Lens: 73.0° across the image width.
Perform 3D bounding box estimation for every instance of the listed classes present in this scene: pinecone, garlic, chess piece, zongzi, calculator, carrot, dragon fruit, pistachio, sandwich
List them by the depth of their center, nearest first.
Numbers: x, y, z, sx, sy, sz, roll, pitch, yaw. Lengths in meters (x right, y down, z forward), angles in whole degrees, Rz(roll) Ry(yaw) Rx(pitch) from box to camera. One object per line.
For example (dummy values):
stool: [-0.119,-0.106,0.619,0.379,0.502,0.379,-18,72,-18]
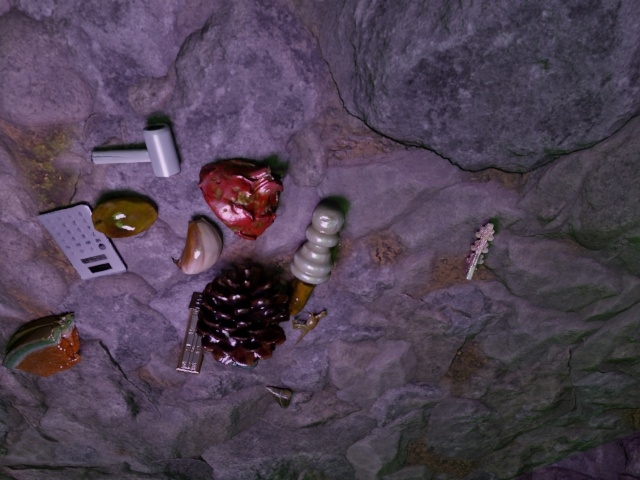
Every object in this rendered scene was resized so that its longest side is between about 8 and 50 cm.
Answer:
dragon fruit: [-0.192,-0.126,1.194,0.211,0.134,0.262,-38,119,17]
pistachio: [-0.562,-0.068,1.225,0.189,0.100,0.110,-2,129,-1]
chess piece: [0.000,0.000,1.304,0.133,0.133,0.243,12,118,-12]
garlic: [-0.369,0.043,1.309,0.128,0.115,0.207,21,123,-25]
calculator: [-0.716,0.011,1.317,0.161,0.021,0.262,-13,124,5]
pinecone: [-0.231,0.221,1.337,0.298,0.242,0.296,-5,104,-22]
carrot: [-0.071,0.175,1.439,0.082,0.082,0.173,19,125,-16]
sandwich: [-0.957,0.375,1.496,0.292,0.109,0.212,-12,124,4]
zongzi: [-0.179,0.643,1.777,0.113,0.052,0.104,15,129,2]

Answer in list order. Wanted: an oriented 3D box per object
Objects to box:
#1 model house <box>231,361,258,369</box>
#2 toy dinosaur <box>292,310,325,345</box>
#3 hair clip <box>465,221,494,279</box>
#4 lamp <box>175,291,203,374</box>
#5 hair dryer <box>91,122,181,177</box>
model house: [-0.263,0.403,1.577,0.100,0.088,0.100,15,123,-18]
toy dinosaur: [-0.039,0.316,1.565,0.126,0.039,0.162,-7,126,-1]
hair clip: [0.515,0.031,1.404,0.062,0.056,0.214,15,115,6]
lamp: [-0.435,0.331,1.516,0.089,0.090,0.325,14,121,-12]
hair dryer: [-0.499,-0.237,1.148,0.236,0.073,0.131,-1,123,7]
